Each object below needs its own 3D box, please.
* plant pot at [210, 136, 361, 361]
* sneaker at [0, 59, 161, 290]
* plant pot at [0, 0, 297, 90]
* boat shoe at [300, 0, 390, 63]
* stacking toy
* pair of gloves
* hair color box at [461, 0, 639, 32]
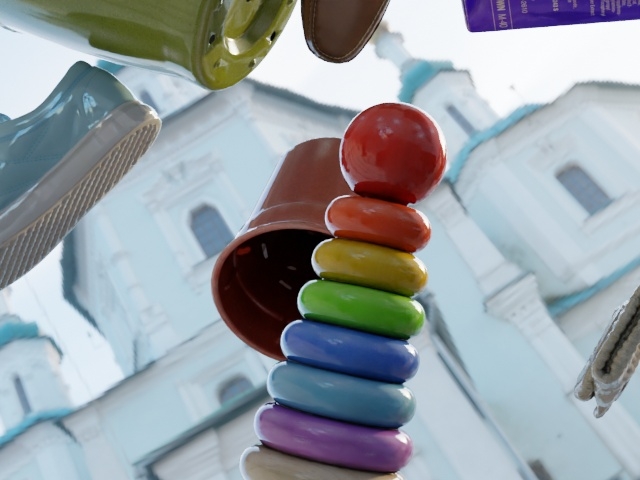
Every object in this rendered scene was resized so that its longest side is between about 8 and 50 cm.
[{"bbox_3d":[0.000,0.000,1.577,0.272,0.265,0.272,6,-50,7],"label":"plant pot"},{"bbox_3d":[-0.362,-0.062,1.242,0.366,0.150,0.135,-42,-12,-10],"label":"sneaker"},{"bbox_3d":[-0.216,-0.357,1.276,0.366,0.353,0.366,-53,-16,-22],"label":"plant pot"},{"bbox_3d":[0.048,-0.330,1.189,0.110,0.104,0.307,14,-62,-8],"label":"boat shoe"},{"bbox_3d":[0.031,0.048,0.876,0.141,0.141,0.330,16,-97,-44],"label":"stacking toy"},{"bbox_3d":[0.260,0.018,0.783,0.240,0.042,0.204,-58,-14,-10],"label":"pair of gloves"},{"bbox_3d":[0.290,-0.280,0.890,0.338,0.185,0.110,-2,-40,17],"label":"hair color box"}]
